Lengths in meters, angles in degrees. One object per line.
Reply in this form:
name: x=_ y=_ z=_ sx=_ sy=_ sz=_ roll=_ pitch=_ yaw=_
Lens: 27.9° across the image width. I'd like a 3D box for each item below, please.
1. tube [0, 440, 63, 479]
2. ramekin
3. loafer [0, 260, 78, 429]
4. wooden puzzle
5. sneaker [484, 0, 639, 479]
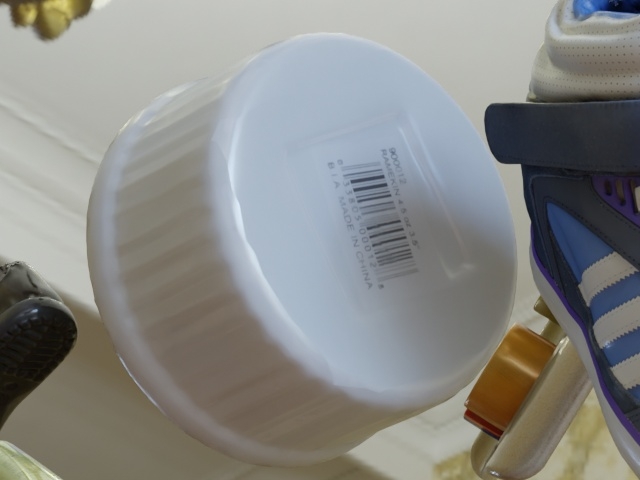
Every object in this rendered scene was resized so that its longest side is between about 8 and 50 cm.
tube: x=-0.317 y=0.282 z=1.437 sx=0.240 sy=0.070 sz=0.062 roll=11 pitch=-50 yaw=52
ramekin: x=0.000 y=0.000 z=0.844 sx=0.277 sy=0.277 sz=0.135 roll=33 pitch=-35 yaw=-24
loafer: x=-0.255 y=0.096 z=0.915 sx=0.220 sy=0.078 sz=0.080 roll=-39 pitch=-42 yaw=19
wooden puzzle: x=0.226 y=0.077 z=1.222 sx=0.080 sy=0.322 sz=0.348 roll=33 pitch=-6 yaw=7
sneaker: x=0.200 y=-0.011 z=0.644 sx=0.130 sy=0.323 sz=0.236 roll=-14 pitch=-51 yaw=-14
